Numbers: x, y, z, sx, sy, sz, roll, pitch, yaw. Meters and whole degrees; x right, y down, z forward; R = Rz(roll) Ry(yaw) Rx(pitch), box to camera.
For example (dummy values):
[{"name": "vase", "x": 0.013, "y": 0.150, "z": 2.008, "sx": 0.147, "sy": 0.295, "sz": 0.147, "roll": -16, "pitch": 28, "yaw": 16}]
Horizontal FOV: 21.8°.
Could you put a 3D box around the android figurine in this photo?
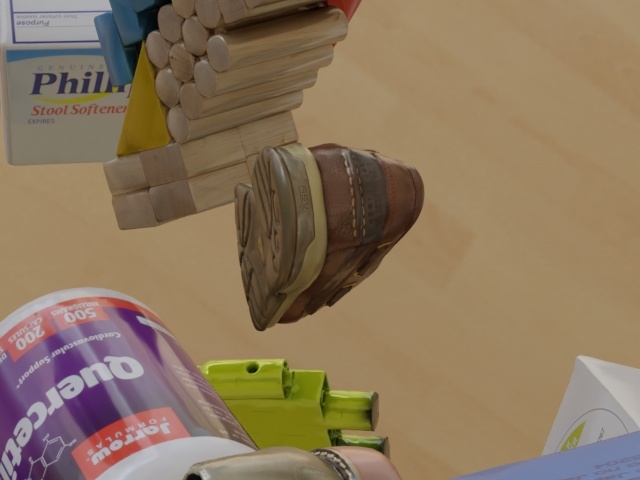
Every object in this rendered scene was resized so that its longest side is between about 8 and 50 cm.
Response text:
[{"name": "android figurine", "x": -0.067, "y": 0.203, "z": 1.773, "sx": 0.273, "sy": 0.248, "sz": 0.056, "roll": 1, "pitch": 50, "yaw": 11}]

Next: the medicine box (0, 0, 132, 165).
[{"name": "medicine box", "x": -0.187, "y": -0.223, "z": 1.637, "sx": 0.263, "sy": 0.149, "sz": 0.289, "roll": -3, "pitch": 45, "yaw": -12}]

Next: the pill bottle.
[{"name": "pill bottle", "x": -0.136, "y": 0.179, "z": 1.212, "sx": 0.181, "sy": 0.323, "sz": 0.181, "roll": -14, "pitch": 122, "yaw": -23}]

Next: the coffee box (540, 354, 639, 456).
[{"name": "coffee box", "x": 0.291, "y": 0.304, "z": 0.954, "sx": 0.338, "sy": 0.334, "sz": 0.338, "roll": 13, "pitch": 105, "yaw": -15}]

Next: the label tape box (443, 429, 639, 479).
[{"name": "label tape box", "x": 0.039, "y": 0.234, "z": 0.413, "sx": 0.241, "sy": 0.106, "sz": 0.333, "roll": -14, "pitch": 97, "yaw": 4}]

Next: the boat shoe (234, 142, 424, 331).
[{"name": "boat shoe", "x": 0.000, "y": 0.000, "z": 0.676, "sx": 0.060, "sy": 0.178, "sz": 0.064, "roll": -7, "pitch": 82, "yaw": -10}]

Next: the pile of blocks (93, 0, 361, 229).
[{"name": "pile of blocks", "x": -0.031, "y": -0.157, "z": 0.879, "sx": 0.112, "sy": 0.362, "sz": 0.149, "roll": -20, "pitch": 59, "yaw": -38}]

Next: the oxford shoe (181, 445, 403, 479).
[{"name": "oxford shoe", "x": -0.106, "y": 0.266, "z": 0.973, "sx": 0.146, "sy": 0.140, "sz": 0.397, "roll": 14, "pitch": 116, "yaw": -36}]
